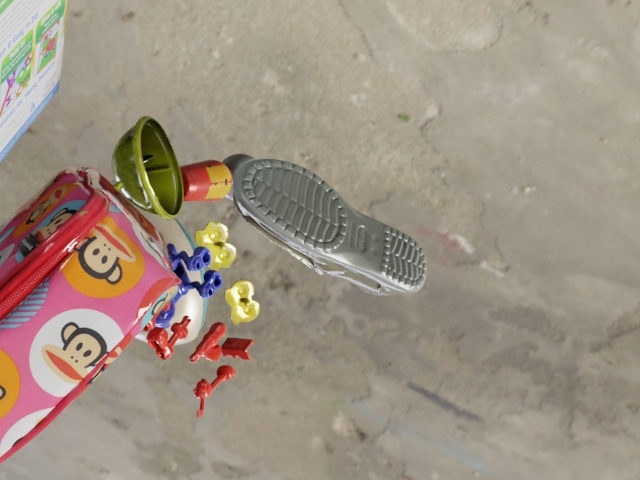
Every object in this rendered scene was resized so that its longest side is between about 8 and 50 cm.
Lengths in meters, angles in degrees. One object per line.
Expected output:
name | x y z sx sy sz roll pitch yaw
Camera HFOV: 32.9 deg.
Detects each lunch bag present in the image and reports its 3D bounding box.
lunch bag | -0.239 0.067 0.852 0.120 0.258 0.293 46 177 -15

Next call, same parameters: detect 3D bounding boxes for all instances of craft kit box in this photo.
craft kit box | -0.329 -0.193 1.098 0.061 0.249 0.246 22 132 -1

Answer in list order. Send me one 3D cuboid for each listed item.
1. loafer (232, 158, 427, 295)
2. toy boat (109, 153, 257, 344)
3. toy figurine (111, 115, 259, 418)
loafer | 0.000 0.000 1.201 0.251 0.094 0.087 32 144 -22
toy boat | -0.206 -0.004 1.534 0.318 0.148 0.267 -47 68 35
toy figurine | -0.249 0.035 1.336 0.217 0.191 0.362 1 131 29
